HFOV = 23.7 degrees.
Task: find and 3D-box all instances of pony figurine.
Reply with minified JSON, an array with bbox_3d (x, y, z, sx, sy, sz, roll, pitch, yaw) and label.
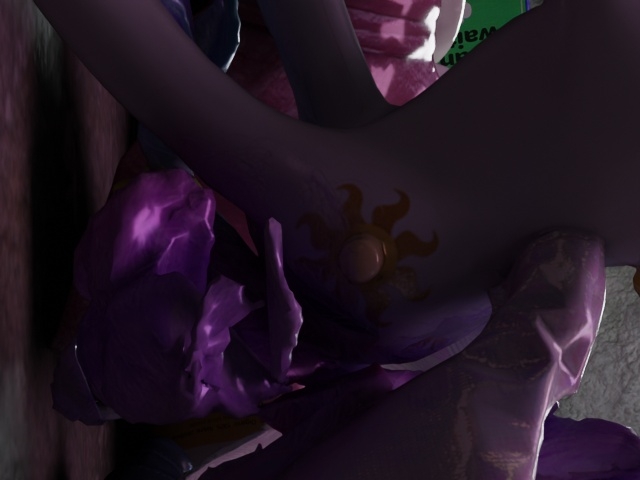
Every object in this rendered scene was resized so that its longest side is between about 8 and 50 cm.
[{"bbox_3d":[0.030,0.000,0.442,0.363,0.351,0.303,64,12,-4],"label":"pony figurine"}]

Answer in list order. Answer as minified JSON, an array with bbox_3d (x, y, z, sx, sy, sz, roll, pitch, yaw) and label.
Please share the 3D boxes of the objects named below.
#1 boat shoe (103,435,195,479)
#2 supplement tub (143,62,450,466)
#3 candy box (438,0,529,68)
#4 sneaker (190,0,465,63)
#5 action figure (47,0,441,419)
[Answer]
[{"bbox_3d":[-0.051,0.193,0.708,0.258,0.109,0.089,91,11,-45],"label":"boat shoe"},{"bbox_3d":[0.010,0.074,0.889,0.228,0.228,0.316,84,5,-70],"label":"supplement tub"},{"bbox_3d":[0.081,-0.259,1.140,0.268,0.122,0.317,-94,174,-58],"label":"candy box"},{"bbox_3d":[-0.019,-0.138,0.924,0.350,0.148,0.131,117,-40,-68],"label":"sneaker"},{"bbox_3d":[0.008,-0.096,0.627,0.248,0.276,0.370,-67,170,-71],"label":"action figure"}]
